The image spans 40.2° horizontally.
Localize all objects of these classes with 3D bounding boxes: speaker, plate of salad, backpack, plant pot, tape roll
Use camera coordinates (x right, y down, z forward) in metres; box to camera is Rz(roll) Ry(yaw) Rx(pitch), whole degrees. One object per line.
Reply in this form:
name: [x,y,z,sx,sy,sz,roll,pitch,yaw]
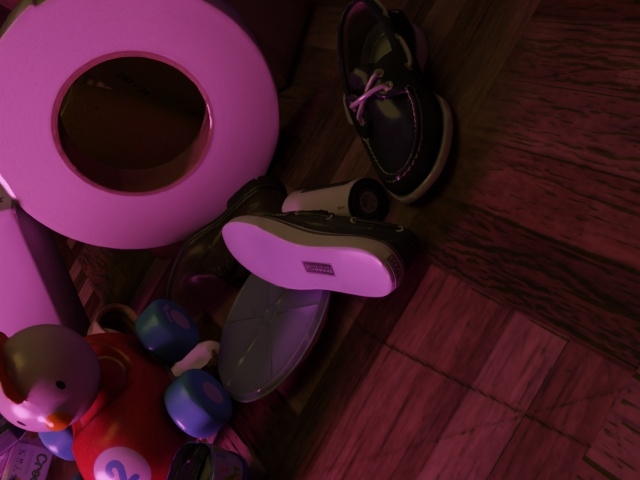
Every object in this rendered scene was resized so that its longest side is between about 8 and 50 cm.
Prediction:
speaker: [0.013,-0.036,0.975,0.136,0.055,0.055,-6,60,57]
plate of salad: [-0.175,0.211,1.060,0.200,0.048,0.199,-39,35,34]
backpack: [-0.114,0.264,0.876,0.105,0.084,0.114,-11,60,52]
plant pot: [-0.301,-0.131,1.355,0.237,0.254,0.237,-40,34,34]
tape roll: [-0.248,-0.166,1.160,0.392,0.392,0.072,-50,31,19]

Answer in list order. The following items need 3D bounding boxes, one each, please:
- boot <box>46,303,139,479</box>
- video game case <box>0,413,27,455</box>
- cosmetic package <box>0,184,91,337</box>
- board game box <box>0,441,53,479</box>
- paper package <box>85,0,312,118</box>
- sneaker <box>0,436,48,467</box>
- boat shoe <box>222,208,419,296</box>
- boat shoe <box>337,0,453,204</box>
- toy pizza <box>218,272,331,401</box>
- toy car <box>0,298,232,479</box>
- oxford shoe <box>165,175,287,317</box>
boot: [-0.284,0.217,1.150,0.203,0.095,0.262,-66,20,17]
video game case: [-0.436,0.260,1.182,0.196,0.026,0.274,-38,10,8]
cosmetic package: [-0.480,0.083,1.302,0.197,0.365,0.155,-12,36,-4]
board game box: [-0.427,0.399,1.141,0.305,0.053,0.193,-46,30,51]
paper package: [-0.231,-0.340,1.355,0.309,0.325,0.168,-18,50,50]
sneaker: [-0.445,0.314,1.307,0.061,0.152,0.053,60,148,15]
boat shoe: [0.000,0.000,0.899,0.229,0.080,0.076,6,37,41]
boat shoe: [0.067,-0.162,0.963,0.114,0.091,0.302,-45,32,27]
toy pizza: [-0.046,0.088,0.981,0.201,0.032,0.201,-39,34,33]
toy car: [-0.263,0.171,0.932,0.219,0.238,0.210,-44,49,14]
oxford shoe: [-0.121,0.026,1.107,0.227,0.083,0.096,-50,35,21]
